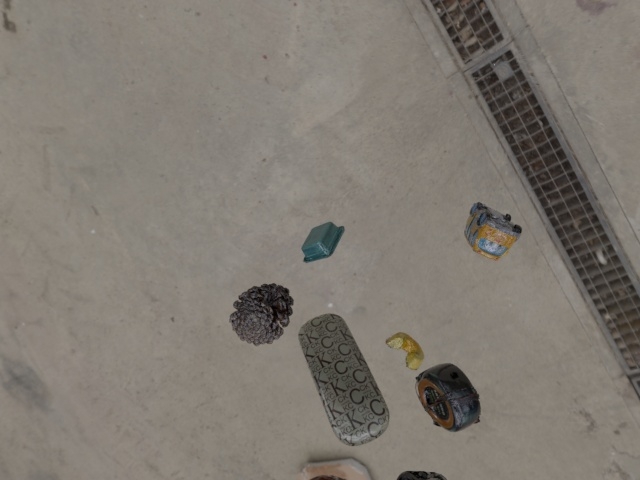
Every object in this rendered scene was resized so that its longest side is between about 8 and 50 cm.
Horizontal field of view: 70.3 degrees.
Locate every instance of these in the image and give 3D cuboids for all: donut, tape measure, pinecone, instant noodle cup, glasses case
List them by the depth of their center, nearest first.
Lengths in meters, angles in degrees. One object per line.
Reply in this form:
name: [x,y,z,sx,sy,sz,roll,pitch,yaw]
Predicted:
glasses case: [0.048,0.320,1.102,0.137,0.354,0.085,-21,132,-7]
tape measure: [0.401,0.489,1.426,0.202,0.135,0.223,70,159,6]
instant noodle cup: [0.000,0.000,1.809,0.157,0.179,0.070,-18,123,40]
pinecone: [-0.223,0.291,1.867,0.246,0.292,0.246,8,109,25]
donut: [0.377,0.468,1.968,0.181,0.146,0.078,46,113,27]

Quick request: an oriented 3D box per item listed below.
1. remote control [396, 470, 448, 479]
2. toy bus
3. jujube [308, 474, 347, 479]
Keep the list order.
remote control: [0.261,0.597,1.077,0.066,0.266,0.090,-4,65,37]
toy bus: [0.524,-0.025,1.418,0.126,0.209,0.136,22,111,-2]
jujube: [0.025,0.623,0.984,0.197,0.197,0.290,2,135,20]
